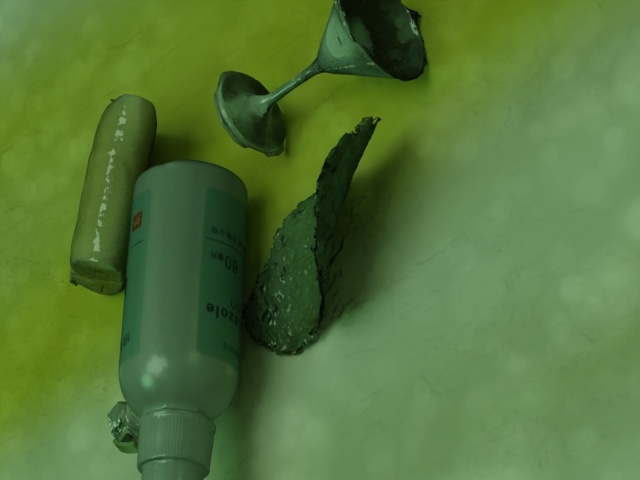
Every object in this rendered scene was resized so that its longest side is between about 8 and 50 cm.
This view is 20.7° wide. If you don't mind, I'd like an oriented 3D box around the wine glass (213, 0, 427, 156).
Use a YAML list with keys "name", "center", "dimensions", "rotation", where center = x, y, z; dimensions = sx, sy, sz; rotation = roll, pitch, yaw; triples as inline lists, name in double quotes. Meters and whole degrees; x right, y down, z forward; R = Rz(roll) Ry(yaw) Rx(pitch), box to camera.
- name: "wine glass"
  center: [-0.004, -0.156, 1.616]
  dimensions: [0.183, 0.122, 0.122]
  rotation: [-33, 54, 35]

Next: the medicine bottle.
- name: "medicine bottle"
  center: [-0.127, 0.102, 1.593]
  dimensions: [0.110, 0.110, 0.352]
  rotation: [-19, 56, 35]

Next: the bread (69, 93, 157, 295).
- name: "bread"
  center: [-0.206, -0.046, 1.738]
  dimensions: [0.139, 0.060, 0.178]
  rotation: [118, 163, -74]

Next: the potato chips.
- name: "potato chips"
  center: [-0.008, 0.000, 1.570]
  dimensions: [0.228, 0.059, 0.167]
  rotation: [122, 159, -51]

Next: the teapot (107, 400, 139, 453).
- name: "teapot"
  center: [-0.167, 0.172, 1.649]
  dimensions: [0.064, 0.064, 0.083]
  rotation: [-28, 20, 41]
